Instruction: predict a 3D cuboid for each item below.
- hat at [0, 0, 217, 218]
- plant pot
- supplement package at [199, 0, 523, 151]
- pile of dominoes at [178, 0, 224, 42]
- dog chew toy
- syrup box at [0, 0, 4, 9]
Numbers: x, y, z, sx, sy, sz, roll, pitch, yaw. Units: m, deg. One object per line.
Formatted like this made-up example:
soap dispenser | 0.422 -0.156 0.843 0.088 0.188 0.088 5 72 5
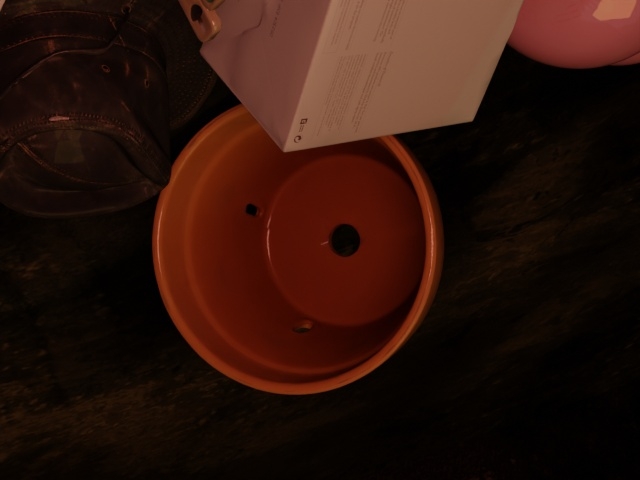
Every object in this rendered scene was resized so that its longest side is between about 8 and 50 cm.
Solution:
hat | -0.202 -0.100 1.206 0.331 0.134 0.331 -22 155 -11
plant pot | 0.000 0.000 1.469 0.291 0.291 0.203 -34 172 16
supplement package | 0.039 -0.202 1.170 0.203 0.149 0.194 -12 138 -34
pile of dominoes | -0.114 -0.258 0.893 0.040 0.196 0.251 -27 159 -28
dog chew toy | 0.267 -0.252 1.313 0.206 0.207 0.332 -38 162 24
syrup box | -0.327 -0.190 0.941 0.236 0.096 0.093 -6 150 -40
